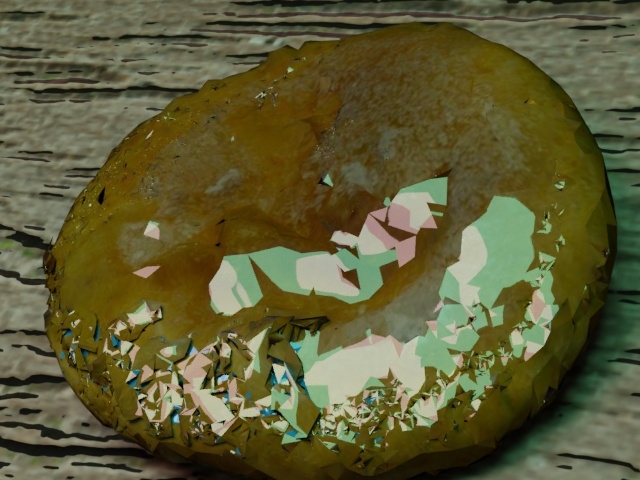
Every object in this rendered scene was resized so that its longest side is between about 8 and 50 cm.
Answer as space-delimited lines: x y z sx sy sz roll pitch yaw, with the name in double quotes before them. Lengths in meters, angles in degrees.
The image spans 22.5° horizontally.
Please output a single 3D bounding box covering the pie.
"pie" -0.001 -0.001 0.704 0.273 0.069 0.273 -14 45 15
